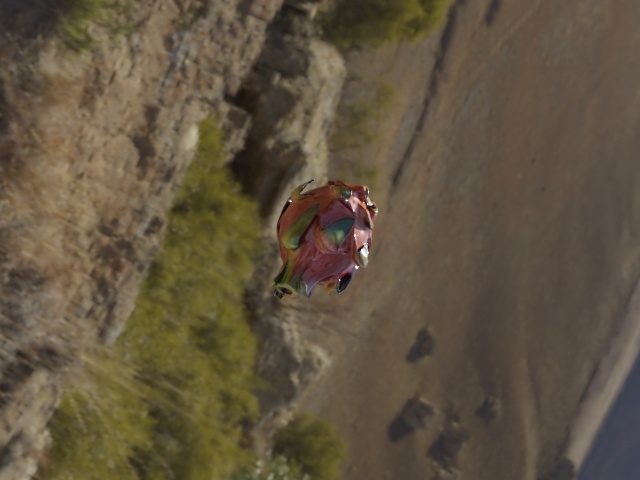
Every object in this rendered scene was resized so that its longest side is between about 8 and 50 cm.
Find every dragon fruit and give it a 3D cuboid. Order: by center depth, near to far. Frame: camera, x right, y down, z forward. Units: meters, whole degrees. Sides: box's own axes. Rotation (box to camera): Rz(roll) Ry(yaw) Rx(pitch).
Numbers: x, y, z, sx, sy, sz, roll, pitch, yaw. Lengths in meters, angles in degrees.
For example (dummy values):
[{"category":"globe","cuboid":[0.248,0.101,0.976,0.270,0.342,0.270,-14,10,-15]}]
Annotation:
[{"category":"dragon fruit","cuboid":[0.000,0.002,0.909,0.086,0.081,0.116,46,61,-46]}]
